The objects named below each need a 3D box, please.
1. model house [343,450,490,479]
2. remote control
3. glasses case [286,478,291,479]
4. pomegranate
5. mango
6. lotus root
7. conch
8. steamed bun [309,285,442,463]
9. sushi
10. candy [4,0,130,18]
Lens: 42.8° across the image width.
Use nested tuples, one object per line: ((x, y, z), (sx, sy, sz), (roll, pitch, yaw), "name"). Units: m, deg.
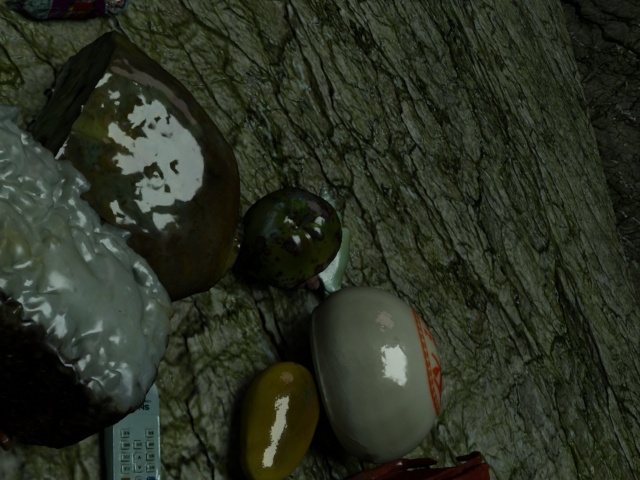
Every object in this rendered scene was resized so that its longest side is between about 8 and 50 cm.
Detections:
((0.134, 0.411, 1.034), (0.196, 0.160, 0.253), (2, 71, -55), "model house")
((-0.188, 0.217, 0.809), (0.061, 0.029, 0.162), (15, 64, -48), "remote control")
((-0.057, 0.361, 0.891), (0.103, 0.070, 0.193), (31, 43, -4), "glasses case")
((-0.030, 0.012, 1.061), (0.138, 0.126, 0.163), (-43, 120, -21), "pomegranate")
((-0.052, 0.217, 0.958), (0.103, 0.076, 0.161), (55, 37, -30), "mango")
((-0.181, -0.050, 0.870), (0.260, 0.149, 0.267), (43, 44, -31), "lotus root")
((0.007, -0.001, 1.170), (0.088, 0.065, 0.180), (27, 53, -57), "conch")
((0.084, 0.166, 1.061), (0.232, 0.145, 0.231), (-17, 90, -80), "steamed bun")
((-0.264, 0.035, 0.673), (0.343, 0.182, 0.196), (53, 32, -28), "sushi")
((-0.288, -0.278, 0.937), (0.043, 0.045, 0.175), (56, 32, 6), "candy")
